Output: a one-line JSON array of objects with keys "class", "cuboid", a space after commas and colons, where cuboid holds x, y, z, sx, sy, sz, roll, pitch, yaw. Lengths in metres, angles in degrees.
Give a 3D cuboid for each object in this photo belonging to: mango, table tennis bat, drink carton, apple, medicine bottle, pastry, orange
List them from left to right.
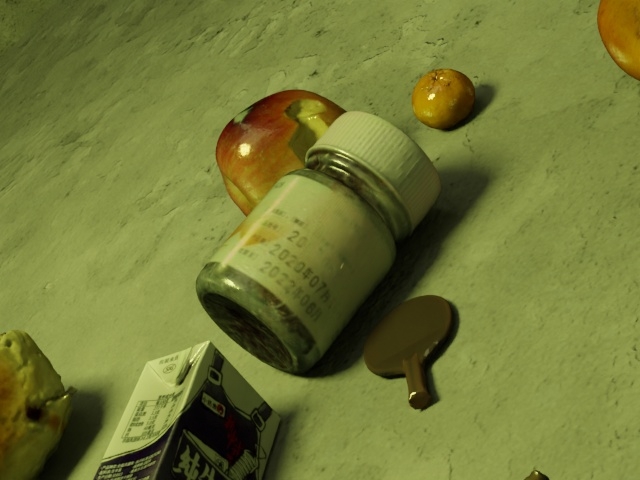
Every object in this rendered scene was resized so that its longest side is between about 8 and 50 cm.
[{"class": "pastry", "cuboid": [-0.414, 0.248, 1.541, 0.256, 0.170, 0.237, -60, 14, -26]}, {"class": "drink carton", "cuboid": [-0.138, 0.229, 1.260, 0.102, 0.134, 0.222, -23, 31, 32]}, {"class": "apple", "cuboid": [-0.032, -0.103, 1.588, 0.199, 0.199, 0.199, -29, 30, 18]}, {"class": "medicine bottle", "cuboid": [0.000, 0.000, 1.401, 0.165, 0.165, 0.273, 6, 52, 53]}, {"class": "table tennis bat", "cuboid": [0.065, 0.078, 1.259, 0.107, 0.119, 0.170, -32, 27, 14]}, {"class": "orange", "cuboid": [0.154, -0.180, 1.582, 0.083, 0.070, 0.083, -24, 32, 17]}, {"class": "mango", "cuboid": [0.383, -0.229, 1.357, 0.141, 0.102, 0.217, -16, 31, -7]}]

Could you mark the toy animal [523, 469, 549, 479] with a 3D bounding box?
[{"class": "toy animal", "cuboid": [0.183, 0.267, 0.886, 0.186, 0.094, 0.214, -48, 22, -26]}]
